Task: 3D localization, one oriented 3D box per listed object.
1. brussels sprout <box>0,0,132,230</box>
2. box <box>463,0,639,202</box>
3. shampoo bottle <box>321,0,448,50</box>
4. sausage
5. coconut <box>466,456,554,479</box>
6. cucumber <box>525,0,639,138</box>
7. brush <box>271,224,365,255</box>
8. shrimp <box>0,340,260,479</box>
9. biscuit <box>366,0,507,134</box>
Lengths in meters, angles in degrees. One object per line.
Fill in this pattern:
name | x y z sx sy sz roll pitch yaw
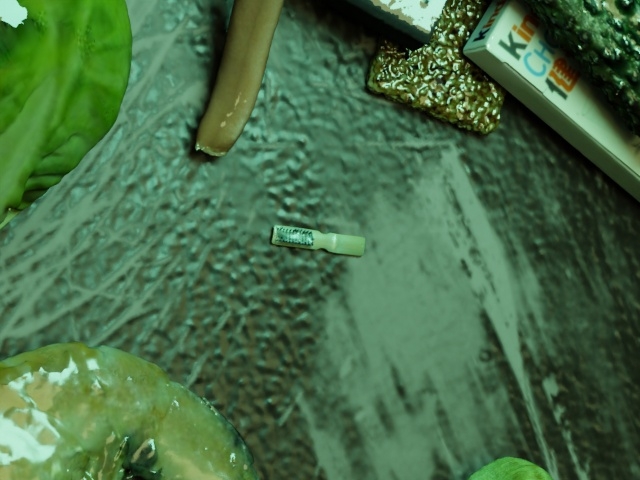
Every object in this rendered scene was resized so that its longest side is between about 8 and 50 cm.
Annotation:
brussels sprout | -0.267 -0.113 1.289 0.219 0.210 0.271 16 91 -42
box | 0.290 -0.196 1.584 0.265 0.048 0.273 36 73 -20
shampoo bottle | -0.032 -0.270 1.456 0.309 0.071 0.098 28 81 -11
sausage | -0.061 -0.153 1.431 0.040 0.047 0.177 20 107 9
coconut | 0.164 0.225 1.493 0.096 0.088 0.088 -19 93 -17
cucumber | 0.197 -0.233 1.463 0.096 0.096 0.359 -47 106 -18
brush | 0.000 0.000 1.485 0.083 0.013 0.016 8 80 -22
shrimp | -0.153 0.296 1.370 0.272 0.085 0.445 -10 85 -27
biscuit | 0.126 -0.215 1.546 0.131 0.025 0.231 19 79 -20
